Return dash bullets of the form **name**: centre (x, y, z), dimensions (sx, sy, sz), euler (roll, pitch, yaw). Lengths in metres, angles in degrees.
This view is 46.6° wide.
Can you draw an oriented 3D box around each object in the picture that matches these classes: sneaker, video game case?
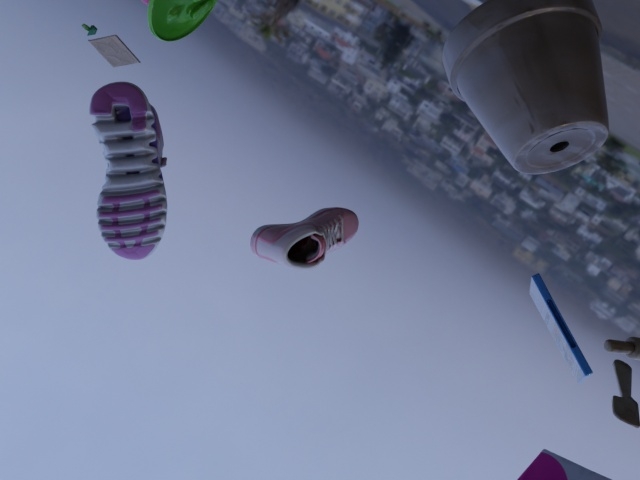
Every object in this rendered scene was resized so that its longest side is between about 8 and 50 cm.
- **sneaker**: centre (-0.249, -0.094, 1.012), dimensions (0.095, 0.236, 0.104), euler (-2, -171, 2)
- **video game case**: centre (0.371, 0.139, 1.157), dimensions (0.119, 0.015, 0.166), euler (52, -166, -69)
- **sneaker**: centre (0.000, 0.000, 0.783), dimensions (0.134, 0.051, 0.070), euler (-13, -160, -34)

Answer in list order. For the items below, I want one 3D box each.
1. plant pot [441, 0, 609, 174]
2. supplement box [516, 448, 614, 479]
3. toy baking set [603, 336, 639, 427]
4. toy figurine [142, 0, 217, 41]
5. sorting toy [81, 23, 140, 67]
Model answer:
- **plant pot**: centre (0.434, -0.299, 1.484), dimensions (0.323, 0.323, 0.280), euler (15, -127, -45)
- **supplement box**: centre (0.240, 0.301, 0.623), dimensions (0.220, 0.111, 0.114), euler (56, 162, -20)
- **toy baking set**: centre (0.445, 0.184, 0.915), dimensions (0.256, 0.030, 0.197), euler (12, -154, -17)
- **toy figurine**: centre (-0.204, -0.357, 0.925), dimensions (0.159, 0.130, 0.173), euler (38, -118, 13)
- **sorting toy**: centre (-0.304, -0.283, 1.069), dimensions (0.062, 0.012, 0.083), euler (3, 151, 30)
